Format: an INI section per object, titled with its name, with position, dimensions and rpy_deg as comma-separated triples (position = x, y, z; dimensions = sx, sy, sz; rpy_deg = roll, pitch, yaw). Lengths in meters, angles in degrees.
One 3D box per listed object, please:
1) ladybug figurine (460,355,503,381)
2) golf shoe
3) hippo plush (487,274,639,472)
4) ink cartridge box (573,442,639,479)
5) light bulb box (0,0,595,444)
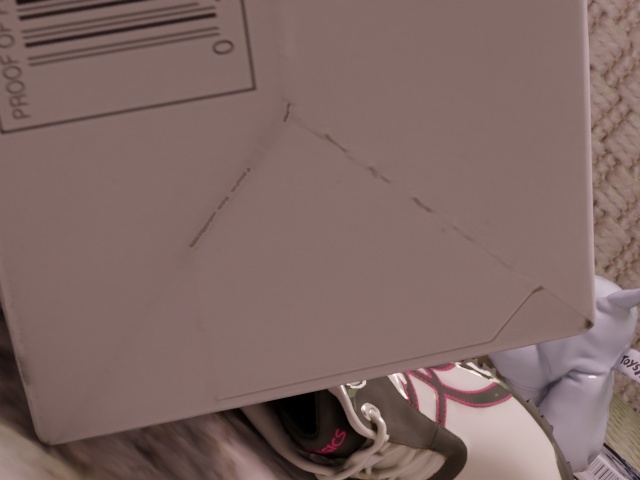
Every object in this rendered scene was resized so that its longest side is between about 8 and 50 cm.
[ladybug figurine]
position = 0.157, 0.010, 1.457
dimensions = 0.305, 0.162, 0.449
rpy_deg = 33, 13, -52
[golf shoe]
position = 0.028, 0.104, 0.619
dimensions = 0.273, 0.105, 0.120
rpy_deg = 36, 24, -11
[hippo plush]
position = 0.181, 0.105, 1.130
dimensions = 0.237, 0.234, 0.294
rpy_deg = 12, -2, -10
[ink cartridge box]
position = 0.367, 0.293, 1.458
dimensions = 0.206, 0.045, 0.208
rpy_deg = 40, 7, -19
[light bulb box]
position = -0.050, -0.165, 0.511
dimensions = 0.361, 0.225, 0.357
rpy_deg = -120, -159, -66
